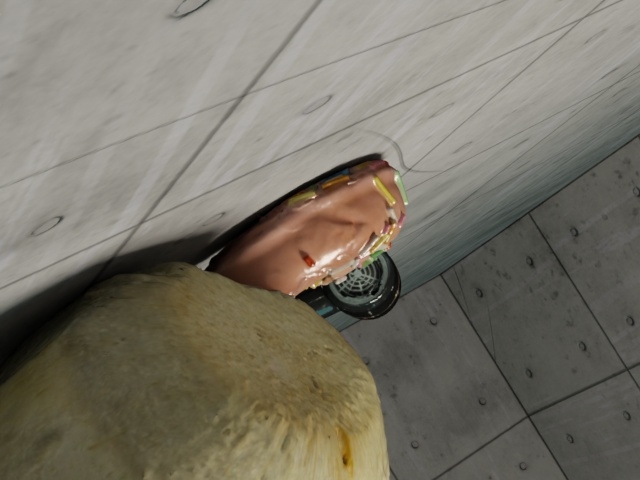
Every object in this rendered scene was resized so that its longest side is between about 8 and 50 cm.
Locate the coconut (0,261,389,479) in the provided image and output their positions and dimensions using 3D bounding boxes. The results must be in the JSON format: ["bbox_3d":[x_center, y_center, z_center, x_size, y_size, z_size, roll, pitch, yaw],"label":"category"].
[{"bbox_3d":[-0.151,0.223,1.195,0.415,0.344,0.415,-8,131,-9],"label":"coconut"}]

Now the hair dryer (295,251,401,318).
[{"bbox_3d":[-0.054,0.109,1.917,0.352,0.107,0.189,-26,171,2],"label":"hair dryer"}]

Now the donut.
[{"bbox_3d":[0.000,0.000,1.342,0.199,0.085,0.233,-37,173,34],"label":"donut"}]
